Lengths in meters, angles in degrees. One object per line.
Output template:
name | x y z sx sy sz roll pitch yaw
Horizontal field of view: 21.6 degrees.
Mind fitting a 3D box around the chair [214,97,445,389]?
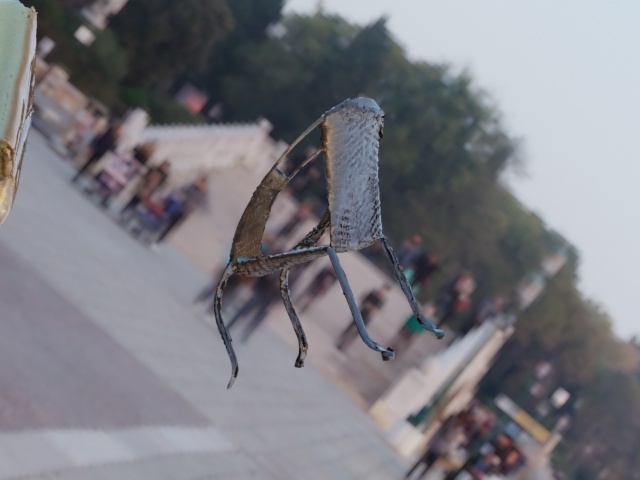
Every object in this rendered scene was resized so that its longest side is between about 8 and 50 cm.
chair | 0.000 0.000 1.339 0.149 0.213 0.174 -8 1 28

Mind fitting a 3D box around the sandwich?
sandwich | -0.405 -0.150 1.882 0.155 0.227 0.198 7 16 -7
